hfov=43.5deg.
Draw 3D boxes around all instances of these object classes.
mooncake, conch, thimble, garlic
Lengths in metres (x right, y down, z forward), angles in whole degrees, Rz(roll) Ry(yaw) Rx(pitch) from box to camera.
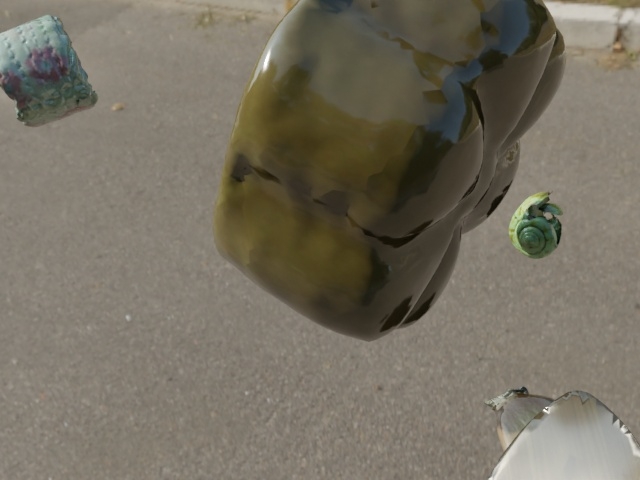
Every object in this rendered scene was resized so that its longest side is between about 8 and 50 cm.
[{"bbox_3d":[0.089,-0.117,0.949,0.262,0.467,0.467,33,50,15],"label":"mooncake"},{"bbox_3d":[0.347,-0.038,1.259,0.079,0.105,0.170,22,29,16],"label":"conch"},{"bbox_3d":[-0.507,-0.302,1.473,0.149,0.185,0.211,-24,47,-10],"label":"thimble"},{"bbox_3d":[0.419,0.394,1.518,0.148,0.128,0.266,-34,19,21],"label":"garlic"}]

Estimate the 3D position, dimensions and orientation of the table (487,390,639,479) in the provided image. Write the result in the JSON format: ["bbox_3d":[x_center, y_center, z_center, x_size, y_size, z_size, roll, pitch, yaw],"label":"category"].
[{"bbox_3d":[0.445,0.469,1.334,0.317,0.249,0.317,-29,39,27],"label":"table"}]
